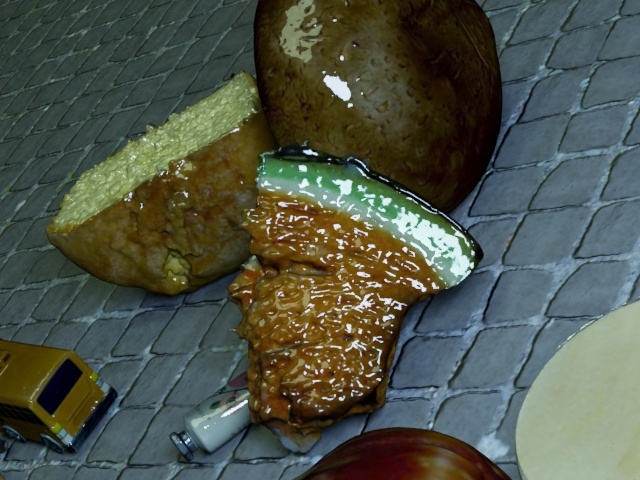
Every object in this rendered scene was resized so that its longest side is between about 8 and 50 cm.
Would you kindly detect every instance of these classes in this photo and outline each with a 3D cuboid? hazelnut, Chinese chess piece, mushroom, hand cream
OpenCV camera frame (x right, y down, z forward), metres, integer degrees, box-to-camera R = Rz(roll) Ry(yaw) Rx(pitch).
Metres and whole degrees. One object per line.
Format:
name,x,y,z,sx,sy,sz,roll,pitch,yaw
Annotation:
hazelnut,0.062,0.249,1.144,0.230,0.229,0.229,-28,31,18
Chinese chess piece,0.278,0.152,1.163,0.251,0.097,0.250,-27,31,18
mushroom,0.070,-0.193,1.647,0.239,0.345,0.345,-41,25,27
hand cream,-0.060,0.156,1.593,0.234,0.050,0.080,-36,25,-10

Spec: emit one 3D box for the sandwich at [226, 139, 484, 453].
sandwich,0.015,0.071,1.506,0.162,0.251,0.301,75,-144,-77

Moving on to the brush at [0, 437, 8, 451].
brush,-0.513,0.274,1.917,0.313,0.072,0.067,-3,67,41

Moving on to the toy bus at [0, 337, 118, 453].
toy bus,-0.358,0.186,1.801,0.201,0.114,0.098,3,50,48

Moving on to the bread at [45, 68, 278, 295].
bread,-0.165,-0.049,1.863,0.340,0.179,0.194,-31,28,17

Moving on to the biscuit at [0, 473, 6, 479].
biscuit,-0.495,0.391,1.725,0.312,0.057,0.351,-25,31,24
